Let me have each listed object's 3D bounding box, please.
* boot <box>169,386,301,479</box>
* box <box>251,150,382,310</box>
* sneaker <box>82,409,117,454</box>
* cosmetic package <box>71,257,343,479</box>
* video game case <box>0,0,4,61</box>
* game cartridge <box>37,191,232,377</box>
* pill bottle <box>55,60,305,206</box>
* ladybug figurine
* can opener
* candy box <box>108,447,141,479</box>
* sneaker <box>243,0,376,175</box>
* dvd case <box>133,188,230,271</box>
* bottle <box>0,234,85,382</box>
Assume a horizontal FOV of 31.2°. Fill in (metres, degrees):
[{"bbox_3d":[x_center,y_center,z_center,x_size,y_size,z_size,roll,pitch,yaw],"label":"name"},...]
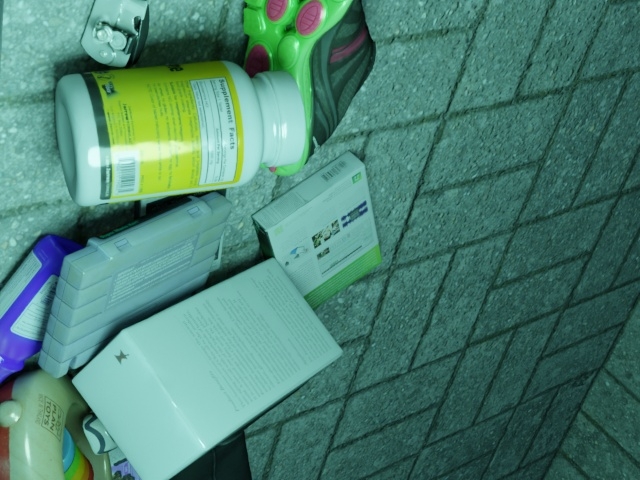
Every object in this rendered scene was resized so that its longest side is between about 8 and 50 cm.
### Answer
[{"bbox_3d":[-0.170,0.424,2.416,0.367,0.146,0.445,-22,138,-19],"label":"boot"},{"bbox_3d":[0.000,0.000,2.230,0.232,0.058,0.322,-34,144,-16],"label":"box"},{"bbox_3d":[-0.324,0.282,2.022,0.153,0.235,0.094,-19,101,4],"label":"sneaker"},{"bbox_3d":[-0.178,0.214,1.965,0.161,0.230,0.453,-41,172,32],"label":"cosmetic package"},{"bbox_3d":[-0.442,-0.131,1.407,0.036,0.300,0.329,12,121,-21],"label":"video game case"},{"bbox_3d":[-0.295,0.060,1.849,0.355,0.068,0.230,-29,144,-51],"label":"game cartridge"},{"bbox_3d":[-0.200,-0.160,1.651,0.334,0.188,0.187,-8,134,-21],"label":"pill bottle"},{"bbox_3d":[-0.480,0.386,1.958,0.162,0.305,0.449,-6,142,5],"label":"ladybug figurine"},{"bbox_3d":[-0.253,-0.365,1.566,0.280,0.074,0.093,-64,176,29],"label":"can opener"},{"bbox_3d":[-0.436,0.477,2.257,0.196,0.070,0.164,-25,142,-28],"label":"candy box"},{"bbox_3d":[-0.009,-0.332,1.793,0.202,0.185,0.482,-35,153,-47],"label":"sneaker"},{"bbox_3d":[-0.242,-0.016,1.974,0.179,0.029,0.238,-21,141,-32],"label":"dvd case"},{"bbox_3d":[-0.470,0.124,1.820,0.283,0.092,0.118,-51,148,9],"label":"bottle"}]
